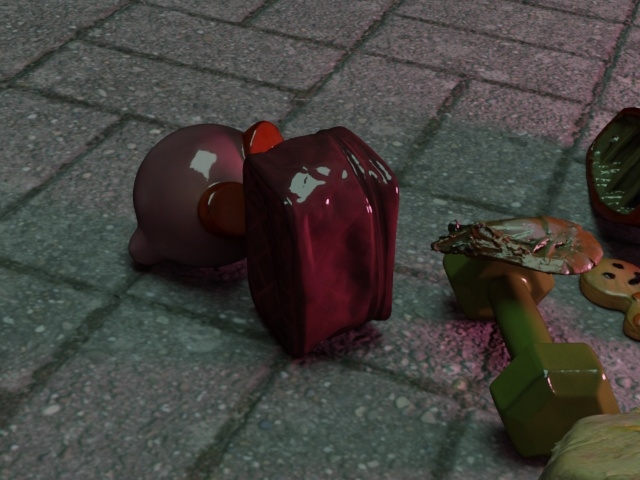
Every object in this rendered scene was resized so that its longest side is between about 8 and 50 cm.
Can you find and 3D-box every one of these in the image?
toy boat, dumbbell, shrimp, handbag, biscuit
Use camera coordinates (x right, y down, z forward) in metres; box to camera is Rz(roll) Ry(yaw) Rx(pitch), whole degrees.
[{"bbox_3d":[0.411,-0.078,1.514,0.079,0.136,0.392,34,20,-10],"label":"toy boat"},{"bbox_3d":[0.210,0.093,1.222,0.108,0.121,0.302,-23,33,7],"label":"dumbbell"},{"bbox_3d":[0.204,0.003,1.223,0.184,0.043,0.091,4,35,-5],"label":"shrimp"},{"bbox_3d":[0.000,0.000,1.222,0.135,0.225,0.146,-20,40,-22],"label":"handbag"},{"bbox_3d":[0.407,0.078,1.357,0.234,0.030,0.153,28,36,30],"label":"biscuit"}]

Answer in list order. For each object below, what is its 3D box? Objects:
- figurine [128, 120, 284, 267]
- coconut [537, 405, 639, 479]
[{"bbox_3d":[-0.131,-0.050,1.340,0.173,0.173,0.173,5,32,-3],"label":"figurine"},{"bbox_3d":[0.262,0.274,0.768,0.297,0.310,0.297,-7,3,0],"label":"coconut"}]
